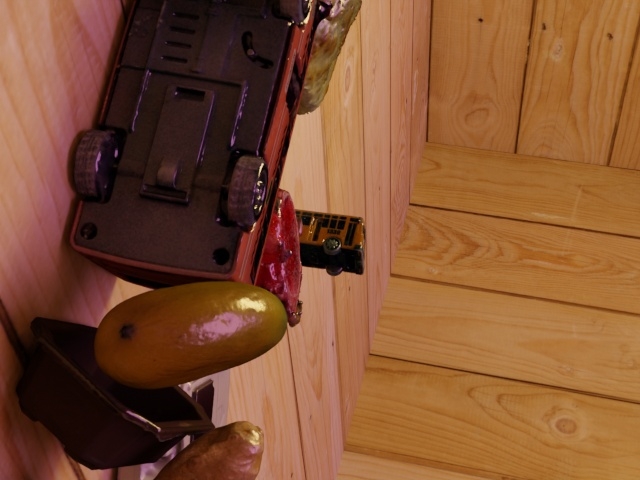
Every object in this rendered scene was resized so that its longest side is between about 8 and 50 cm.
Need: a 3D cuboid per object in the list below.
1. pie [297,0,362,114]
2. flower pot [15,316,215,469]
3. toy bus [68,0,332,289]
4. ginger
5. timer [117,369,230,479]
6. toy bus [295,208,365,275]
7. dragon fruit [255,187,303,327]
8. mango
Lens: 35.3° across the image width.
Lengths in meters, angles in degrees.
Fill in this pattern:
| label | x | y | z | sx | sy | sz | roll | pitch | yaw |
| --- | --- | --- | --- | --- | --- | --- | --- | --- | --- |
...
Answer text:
| label | x | y | z | sx | sy | sz | roll | pitch | yaw |
| --- | --- | --- | --- | --- | --- | --- | --- | --- | --- |
| pie | -0.005 | -0.411 | 1.592 | 0.395 | 0.180 | 0.418 | -10 | 114 | -77 |
| flower pot | -0.224 | 0.173 | 1.058 | 0.084 | 0.179 | 0.251 | -51 | 166 | 0 |
| toy bus | -0.124 | -0.151 | 1.157 | 0.233 | 0.203 | 0.427 | 75 | 27 | -73 |
| ginger | -0.257 | 0.335 | 1.026 | 0.363 | 0.122 | 0.348 | -27 | 159 | -46 |
| timer | -0.195 | 0.255 | 1.381 | 0.237 | 0.087 | 0.262 | -23 | 119 | -76 |
| toy bus | 0.000 | 0.000 | 1.899 | 0.091 | 0.182 | 0.103 | 83 | 17 | -52 |
| dragon fruit | -0.089 | 0.019 | 1.446 | 0.211 | 0.147 | 0.282 | -126 | -153 | -81 |
| mango | -0.119 | 0.089 | 1.013 | 0.237 | 0.137 | 0.091 | -12 | 76 | -41 |
